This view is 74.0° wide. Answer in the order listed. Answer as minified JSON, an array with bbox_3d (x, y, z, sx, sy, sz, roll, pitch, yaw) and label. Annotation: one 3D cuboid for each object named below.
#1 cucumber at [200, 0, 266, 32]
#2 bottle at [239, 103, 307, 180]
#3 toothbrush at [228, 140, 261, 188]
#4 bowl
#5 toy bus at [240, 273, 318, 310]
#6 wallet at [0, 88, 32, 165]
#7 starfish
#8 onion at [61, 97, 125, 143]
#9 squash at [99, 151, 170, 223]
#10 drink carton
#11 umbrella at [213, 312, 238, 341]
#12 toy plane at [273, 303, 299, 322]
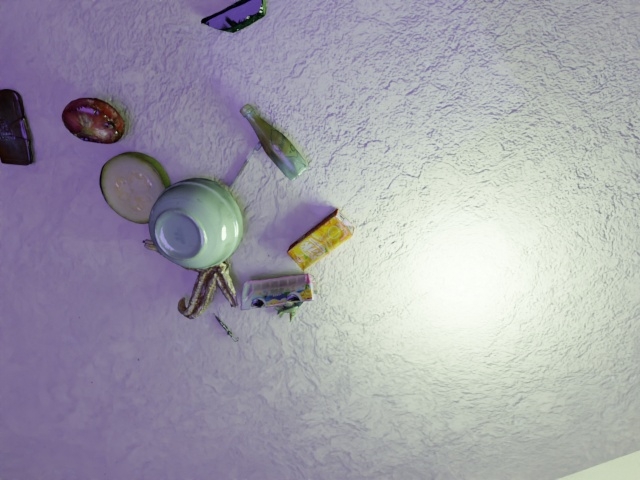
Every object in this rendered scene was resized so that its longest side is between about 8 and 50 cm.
[{"bbox_3d":[-0.242,-0.646,1.224,0.220,0.046,0.070,-18,116,15],"label":"cucumber"},{"bbox_3d":[-0.150,-0.309,1.325,0.083,0.083,0.269,-38,102,21],"label":"bottle"},{"bbox_3d":[-0.250,-0.247,1.405,0.017,0.014,0.194,37,113,-8],"label":"toothbrush"},{"bbox_3d":[-0.422,-0.040,1.382,0.307,0.163,0.307,3,109,9],"label":"bowl"},{"bbox_3d":[-0.150,0.189,1.521,0.274,0.090,0.112,-8,81,11],"label":"toy bus"},{"bbox_3d":[-1.071,-0.388,1.465,0.137,0.031,0.255,4,113,7],"label":"wallet"},{"bbox_3d":[-0.452,0.071,1.534,0.324,0.082,0.432,-11,106,16],"label":"starfish"},{"bbox_3d":[-0.718,-0.394,1.354,0.184,0.184,0.147,-6,69,11],"label":"onion"},{"bbox_3d":[-0.645,-0.181,1.481,0.252,0.049,0.252,4,115,9],"label":"squash"},{"bbox_3d":[0.000,0.000,1.439,0.223,0.071,0.096,-38,103,22],"label":"drink carton"},{"bbox_3d":[-0.376,0.345,1.670,0.022,0.022,0.149,-46,103,-21],"label":"umbrella"},{"bbox_3d":[-0.118,0.253,1.579,0.111,0.040,0.102,-24,109,17],"label":"toy plane"}]
